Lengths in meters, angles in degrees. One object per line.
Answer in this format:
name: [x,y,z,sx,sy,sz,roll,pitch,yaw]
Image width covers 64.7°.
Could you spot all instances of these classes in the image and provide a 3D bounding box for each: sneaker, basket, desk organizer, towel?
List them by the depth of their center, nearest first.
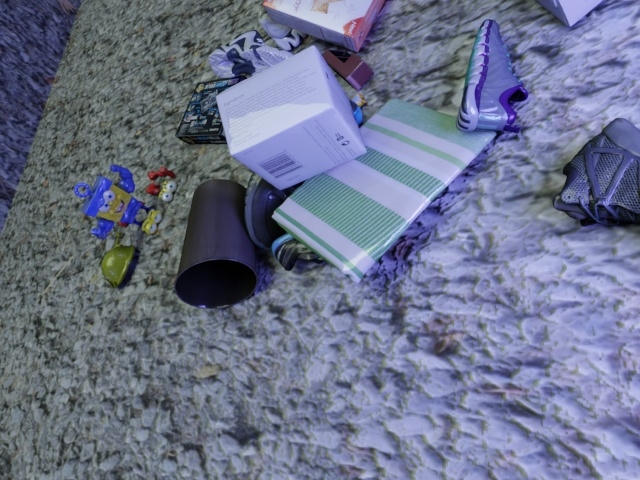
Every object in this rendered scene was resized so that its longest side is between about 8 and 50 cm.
sneaker: [0.372,-0.037,0.598,0.130,0.087,0.227,-42,45,21]
sneaker: [0.284,-0.259,0.812,0.098,0.083,0.223,13,67,10]
towel: [0.094,-0.101,0.856,0.325,0.038,0.248,-46,45,-8]
sneaker: [0.000,0.000,0.932,0.188,0.067,0.078,-27,86,20]
sneaker: [-0.037,-0.136,0.982,0.140,0.125,0.340,24,95,26]
basket: [-0.211,-0.002,1.054,0.204,0.154,0.226,-47,36,44]
desk organizer: [0.055,-0.373,1.071,0.050,0.047,0.130,-46,47,12]
sneaker: [-0.029,-0.601,1.211,0.292,0.118,0.110,-46,45,13]
sneaker: [-0.145,-0.470,1.261,0.235,0.094,0.153,5,49,24]

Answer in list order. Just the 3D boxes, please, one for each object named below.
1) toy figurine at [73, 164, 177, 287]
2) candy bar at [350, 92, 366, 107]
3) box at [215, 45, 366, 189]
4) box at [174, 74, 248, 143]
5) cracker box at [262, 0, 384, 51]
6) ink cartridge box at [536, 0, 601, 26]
toy figurine: [-0.580,-0.078,1.368,0.191,0.217,0.362,23,85,45]
candy bar: [0.032,-0.239,1.044,0.161,0.018,0.040,-45,50,15]
box: [-0.043,-0.192,0.840,0.182,0.181,0.119,-22,71,16]
box: [-0.287,-0.347,1.358,0.220,0.051,0.175,9,76,44]
cracker box: [0.012,-0.530,1.103,0.232,0.067,0.155,26,88,16]
ink cartridge box: [0.395,-0.507,0.727,0.270,0.197,0.198,-39,48,21]
